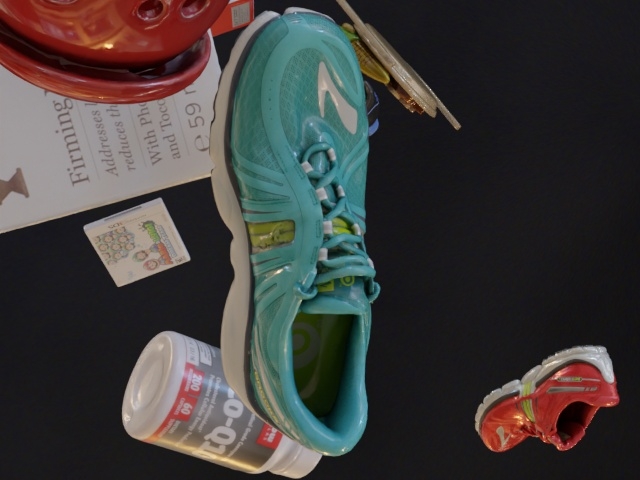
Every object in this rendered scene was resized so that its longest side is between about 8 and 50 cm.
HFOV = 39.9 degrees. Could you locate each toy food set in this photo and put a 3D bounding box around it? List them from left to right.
[{"bbox_3d":[0.067,-0.169,0.890,0.038,0.192,0.132,-41,-120,14],"label":"toy food set"}]

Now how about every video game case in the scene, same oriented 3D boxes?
[{"bbox_3d":[-0.324,0.006,1.575,0.143,0.157,0.019,-21,-134,-3],"label":"video game case"}]

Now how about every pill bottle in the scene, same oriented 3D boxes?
[{"bbox_3d":[-0.134,0.254,1.318,0.283,0.161,0.161,25,-68,-28],"label":"pill bottle"}]

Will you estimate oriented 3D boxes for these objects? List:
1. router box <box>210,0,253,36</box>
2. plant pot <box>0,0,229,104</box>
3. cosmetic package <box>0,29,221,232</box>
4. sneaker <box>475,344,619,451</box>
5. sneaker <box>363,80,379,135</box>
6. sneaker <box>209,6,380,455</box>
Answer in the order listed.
[{"bbox_3d":[-0.307,-0.458,1.409,0.301,0.082,0.335,-21,-105,-10],"label":"router box"},{"bbox_3d":[-0.142,-0.196,0.576,0.191,0.191,0.174,34,-52,13],"label":"plant pot"},{"bbox_3d":[-0.340,-0.196,1.007,0.394,0.327,0.329,-17,-77,-14],"label":"cosmetic package"},{"bbox_3d":[0.327,0.259,1.298,0.279,0.107,0.118,-54,-142,45],"label":"sneaker"},{"bbox_3d":[-0.017,-0.182,1.381,0.232,0.090,0.081,-24,-123,-10],"label":"sneaker"},{"bbox_3d":[0.000,0.000,0.536,0.110,0.107,0.275,-150,-126,-60],"label":"sneaker"}]
